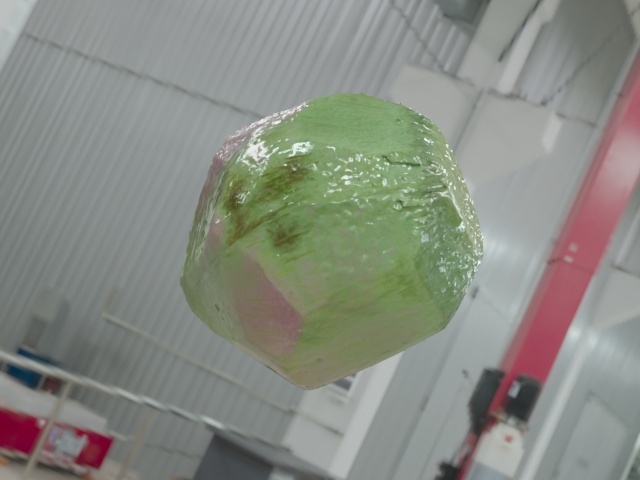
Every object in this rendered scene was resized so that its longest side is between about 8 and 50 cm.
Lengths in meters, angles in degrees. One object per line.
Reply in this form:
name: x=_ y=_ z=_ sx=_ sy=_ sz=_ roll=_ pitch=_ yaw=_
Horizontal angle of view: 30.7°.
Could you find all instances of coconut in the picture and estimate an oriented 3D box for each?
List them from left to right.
coconut: x=0.000 y=0.000 z=0.879 sx=0.235 sy=0.236 sz=0.204 roll=23 pitch=-6 yaw=20
